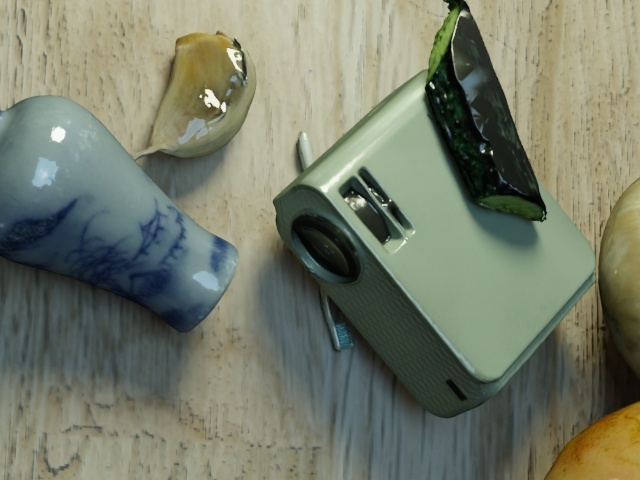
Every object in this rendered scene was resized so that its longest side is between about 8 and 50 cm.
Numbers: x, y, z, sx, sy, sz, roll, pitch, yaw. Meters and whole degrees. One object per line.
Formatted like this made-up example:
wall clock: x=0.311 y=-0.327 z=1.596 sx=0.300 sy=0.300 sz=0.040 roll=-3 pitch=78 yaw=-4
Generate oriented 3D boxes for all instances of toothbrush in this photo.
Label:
toothbrush: x=0.000 y=0.000 z=1.568 sx=0.022 sy=0.017 sz=0.204 roll=-10 pitch=83 yaw=-12

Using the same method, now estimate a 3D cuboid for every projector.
projector: x=0.101 y=0.002 z=1.544 sx=0.250 sy=0.108 sz=0.198 roll=50 pitch=55 yaw=-7

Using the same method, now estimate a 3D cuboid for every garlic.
garlic: x=-0.103 y=-0.117 z=1.533 sx=0.084 sy=0.066 sz=0.152 roll=12 pitch=69 yaw=10

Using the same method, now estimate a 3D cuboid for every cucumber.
cucumber: x=0.135 y=-0.114 z=1.516 sx=0.070 sy=0.046 sz=0.220 roll=-17 pitch=79 yaw=-29

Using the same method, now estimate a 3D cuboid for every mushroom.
mushroom: x=0.380 y=0.035 z=1.581 sx=0.243 sy=0.243 sz=0.243 roll=4 pitch=78 yaw=-20

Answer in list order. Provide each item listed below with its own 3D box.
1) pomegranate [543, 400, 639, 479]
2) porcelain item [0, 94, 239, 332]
pomegranate: x=0.314 y=0.261 z=1.495 sx=0.229 sy=0.270 sz=0.252 roll=45 pitch=65 yaw=-18
porcelain item: x=-0.194 y=-0.026 z=1.441 sx=0.259 sy=0.141 sz=0.141 roll=33 pitch=69 yaw=-20
